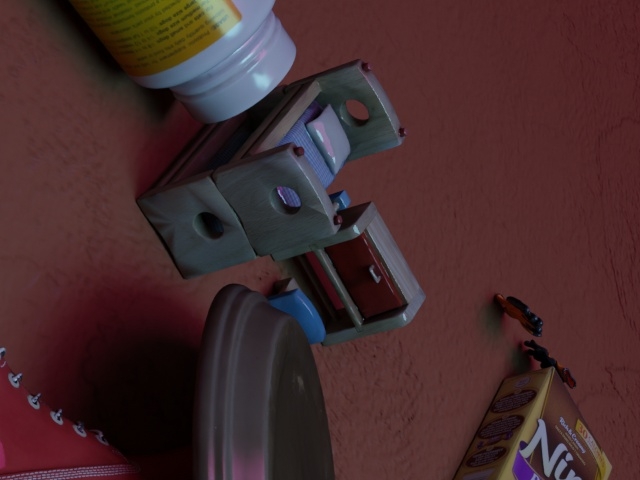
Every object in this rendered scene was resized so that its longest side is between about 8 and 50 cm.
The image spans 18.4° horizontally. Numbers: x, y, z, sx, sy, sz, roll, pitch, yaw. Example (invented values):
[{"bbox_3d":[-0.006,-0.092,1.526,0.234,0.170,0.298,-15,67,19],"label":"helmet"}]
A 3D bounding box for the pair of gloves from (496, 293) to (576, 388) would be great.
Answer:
[{"bbox_3d":[0.174,0.079,1.589,0.010,0.074,0.083,-35,111,-8],"label":"pair of gloves"}]

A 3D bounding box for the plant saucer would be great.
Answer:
[{"bbox_3d":[-0.026,0.162,1.181,0.278,0.041,0.277,-5,90,-82],"label":"plant saucer"}]

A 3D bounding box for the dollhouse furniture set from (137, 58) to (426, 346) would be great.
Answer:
[{"bbox_3d":[0.000,0.000,1.311,0.183,0.129,0.129,60,36,-19],"label":"dollhouse furniture set"}]

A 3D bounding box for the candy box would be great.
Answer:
[{"bbox_3d":[0.159,0.196,1.524,0.109,0.053,0.186,58,35,-20],"label":"candy box"}]

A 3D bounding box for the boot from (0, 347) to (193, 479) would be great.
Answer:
[{"bbox_3d":[-0.152,0.101,1.096,0.244,0.088,0.176,-12,84,-53],"label":"boot"}]

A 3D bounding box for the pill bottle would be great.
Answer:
[{"bbox_3d":[-0.107,-0.179,1.247,0.215,0.117,0.117,53,39,-27],"label":"pill bottle"}]
